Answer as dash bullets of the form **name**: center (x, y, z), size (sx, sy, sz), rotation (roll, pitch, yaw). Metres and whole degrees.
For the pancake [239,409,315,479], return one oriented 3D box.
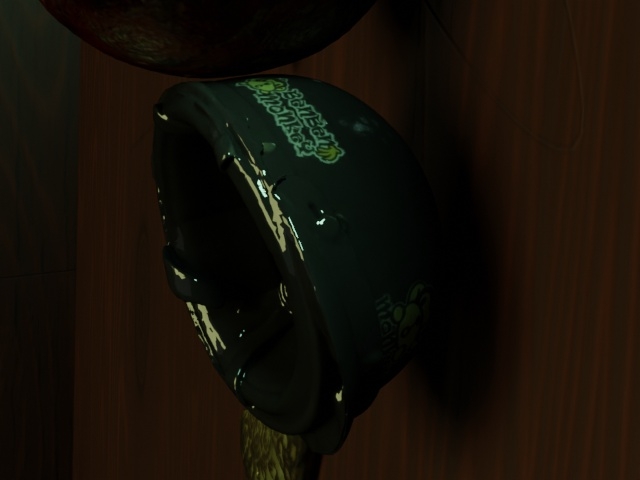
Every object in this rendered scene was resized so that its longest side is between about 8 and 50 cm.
- **pancake**: center (-0.042, 0.104, 1.422), size (0.286, 0.033, 0.288), rotation (108, 157, -52)

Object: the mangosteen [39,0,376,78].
- **mangosteen**: center (-0.096, -0.264, 1.055), size (0.359, 0.306, 0.306), rotation (12, 103, 47)

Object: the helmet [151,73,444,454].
- **helmet**: center (0.000, 0.000, 1.025), size (0.279, 0.160, 0.230), rotation (45, 146, 42)
